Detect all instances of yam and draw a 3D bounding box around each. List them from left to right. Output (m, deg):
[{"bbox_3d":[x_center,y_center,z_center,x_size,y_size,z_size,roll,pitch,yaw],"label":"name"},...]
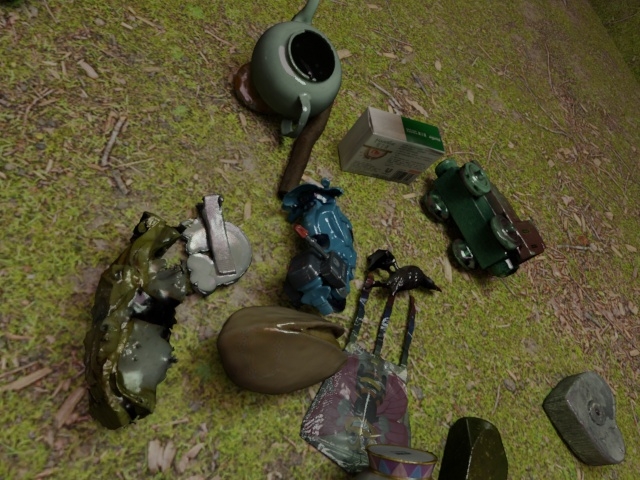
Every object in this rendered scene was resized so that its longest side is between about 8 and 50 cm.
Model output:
[{"bbox_3d":[-0.026,-0.211,0.934,0.045,0.045,0.326,46,46,-35],"label":"yam"}]

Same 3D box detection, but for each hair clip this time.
[{"bbox_3d":[-0.171,0.007,0.728,0.116,0.049,0.172,-8,71,-28],"label":"hair clip"}]

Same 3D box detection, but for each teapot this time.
[{"bbox_3d":[-0.043,-0.350,0.894,0.193,0.129,0.294,9,79,-28],"label":"teapot"}]

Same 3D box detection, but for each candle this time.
[{"bbox_3d":[0.558,0.368,0.933,0.169,0.068,0.192,22,52,-16],"label":"candle"}]

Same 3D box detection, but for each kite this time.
[{"bbox_3d":[0.095,0.220,0.779,0.204,0.022,0.360,26,54,-13],"label":"kite"}]

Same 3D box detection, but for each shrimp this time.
[{"bbox_3d":[-0.104,-0.337,0.963,0.187,0.052,0.132,-35,101,-32],"label":"shrimp"}]

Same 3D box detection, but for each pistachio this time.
[{"bbox_3d":[-0.053,0.162,0.650,0.223,0.152,0.126,19,50,-43],"label":"pistachio"}]

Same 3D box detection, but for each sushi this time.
[{"bbox_3d":[-0.238,0.095,0.588,0.131,0.139,0.290,23,53,-27],"label":"sushi"}]

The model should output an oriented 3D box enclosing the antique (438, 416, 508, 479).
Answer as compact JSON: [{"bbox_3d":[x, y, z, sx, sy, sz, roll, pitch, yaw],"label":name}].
[{"bbox_3d":[0.249,0.406,0.726,0.081,0.080,0.221,34,53,-8],"label":"antique"}]

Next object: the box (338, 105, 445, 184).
[{"bbox_3d":[0.156,-0.205,0.976,0.199,0.135,0.081,6,61,-28],"label":"box"}]

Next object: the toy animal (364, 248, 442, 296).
[{"bbox_3d":[0.168,0.075,0.872,0.202,0.070,0.105,18,49,-31],"label":"toy animal"}]

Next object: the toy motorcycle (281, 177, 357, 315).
[{"bbox_3d":[0.000,0.000,0.770,0.182,0.124,0.272,48,29,-25],"label":"toy motorcycle"}]

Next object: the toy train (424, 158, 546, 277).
[{"bbox_3d":[0.387,-0.060,1.033,0.222,0.150,0.304,-8,67,-44],"label":"toy train"}]

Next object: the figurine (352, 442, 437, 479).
[{"bbox_3d":[0.099,0.418,0.572,0.142,0.189,0.263,14,73,-25],"label":"figurine"}]
